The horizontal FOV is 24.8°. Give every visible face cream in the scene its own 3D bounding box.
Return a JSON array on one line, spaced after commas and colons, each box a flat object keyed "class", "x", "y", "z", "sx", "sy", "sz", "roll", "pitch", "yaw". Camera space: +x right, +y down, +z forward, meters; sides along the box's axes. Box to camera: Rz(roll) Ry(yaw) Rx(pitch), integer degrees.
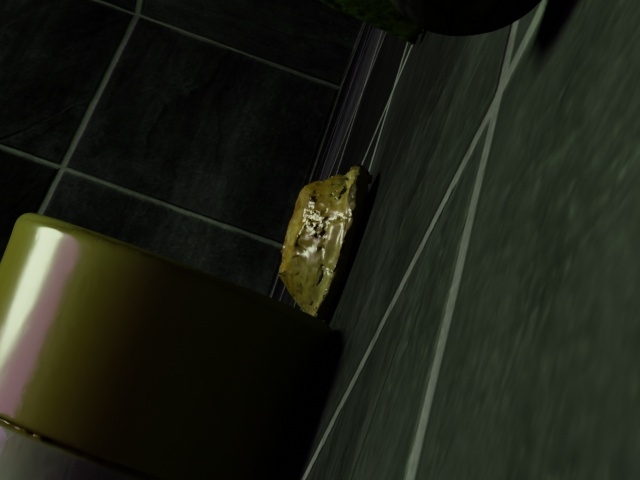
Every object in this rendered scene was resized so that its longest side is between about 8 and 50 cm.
[{"class": "face cream", "x": -0.121, "y": 0.102, "z": 0.925, "sx": 0.218, "sy": 0.218, "sz": 0.179, "roll": 134, "pitch": 156, "yaw": -84}]

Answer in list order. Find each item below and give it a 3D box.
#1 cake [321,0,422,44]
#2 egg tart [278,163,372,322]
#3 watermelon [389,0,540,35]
[{"class": "cake", "x": 0.090, "y": -0.223, "z": 1.033, "sx": 0.235, "sy": 0.099, "sz": 0.100, "roll": -17, "pitch": 50, "yaw": 61}, {"class": "egg tart", "x": 0.000, "y": 0.000, "z": 1.053, "sx": 0.129, "sy": 0.049, "sz": 0.129, "roll": -162, "pitch": 90, "yaw": -86}, {"class": "watermelon", "x": 0.052, "y": -0.116, "z": 0.478, "sx": 0.078, "sy": 0.078, "sz": 0.111, "roll": -74, "pitch": 3, "yaw": -53}]
